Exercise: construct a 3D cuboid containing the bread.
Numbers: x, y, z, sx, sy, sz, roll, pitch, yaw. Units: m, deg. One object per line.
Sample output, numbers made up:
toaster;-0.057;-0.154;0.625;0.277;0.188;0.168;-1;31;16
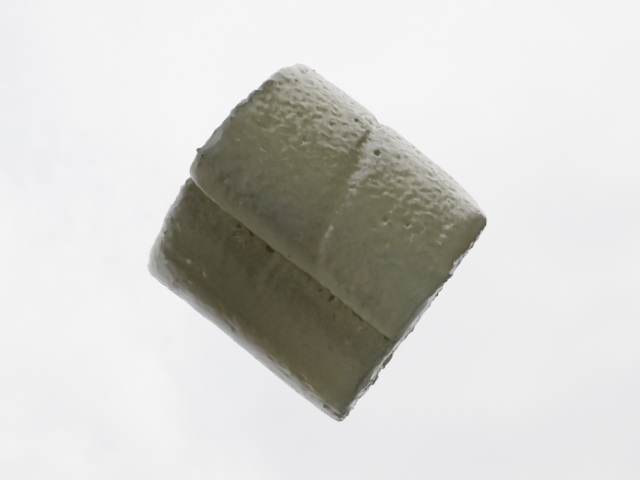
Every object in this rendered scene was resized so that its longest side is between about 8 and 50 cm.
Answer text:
bread;0.000;0.000;0.789;0.134;0.141;0.148;-47;-7;-36
